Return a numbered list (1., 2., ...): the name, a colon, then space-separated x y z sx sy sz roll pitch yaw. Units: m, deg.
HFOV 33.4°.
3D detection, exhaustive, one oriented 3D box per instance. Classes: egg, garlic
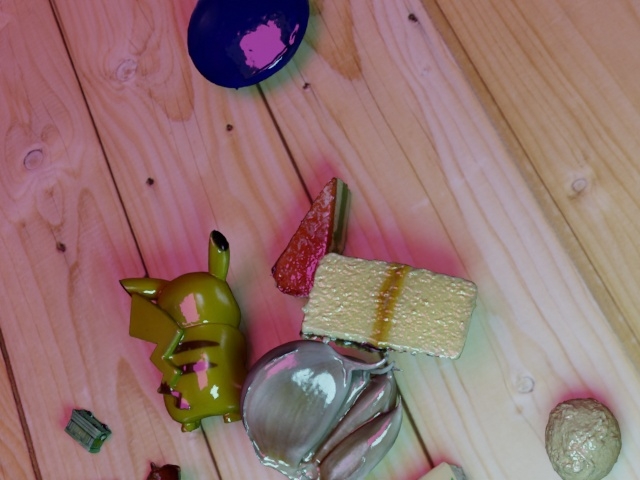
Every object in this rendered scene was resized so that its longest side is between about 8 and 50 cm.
1. egg: 0.386 0.294 1.580 0.118 0.116 0.140 -18 35 33
2. garlic: 0.001 0.278 1.727 0.237 0.210 0.292 31 97 37

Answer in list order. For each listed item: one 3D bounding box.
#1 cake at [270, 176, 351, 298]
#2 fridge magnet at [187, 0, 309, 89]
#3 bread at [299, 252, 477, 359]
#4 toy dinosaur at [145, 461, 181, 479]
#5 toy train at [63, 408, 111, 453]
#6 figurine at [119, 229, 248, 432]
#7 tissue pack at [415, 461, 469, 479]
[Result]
1. cake: -0.018 0.002 1.894 0.116 0.086 0.220 -1 74 24
2. fridge magnet: -0.139 -0.417 2.080 0.265 0.112 0.266 -8 70 24
3. bread: 0.113 0.104 1.713 0.266 0.178 0.142 12 97 8
4. toy dinosaur: -0.361 0.503 1.881 0.327 0.113 0.207 -18 66 18
5. toy train: -0.440 0.358 2.012 0.093 0.038 0.056 31 95 31
6. figurine: -0.227 0.174 1.891 0.218 0.169 0.327 -16 67 16
7. tissue pack: 0.161 0.474 1.643 0.222 0.090 0.186 -35 59 12
